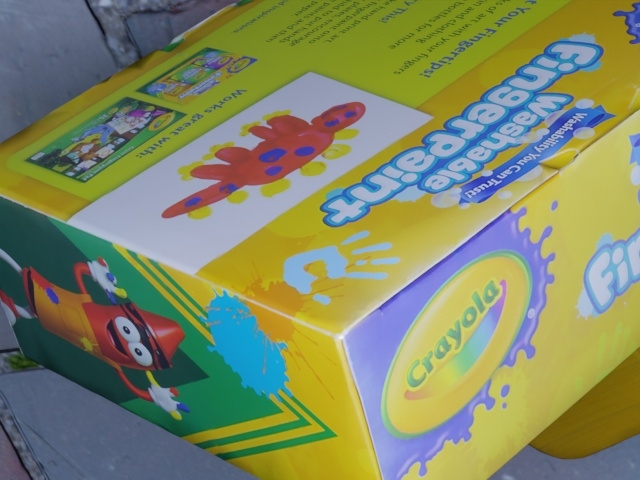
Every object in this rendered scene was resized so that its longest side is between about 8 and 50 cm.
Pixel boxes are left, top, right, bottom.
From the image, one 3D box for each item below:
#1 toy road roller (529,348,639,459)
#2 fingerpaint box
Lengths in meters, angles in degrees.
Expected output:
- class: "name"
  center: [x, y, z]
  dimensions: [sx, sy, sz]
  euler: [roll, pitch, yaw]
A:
- class: "toy road roller"
  center: [0.311, 0.058, 1.404]
  dimensions: [0.241, 0.202, 0.329]
  euler: [37, 136, -25]
- class: "fingerpaint box"
  center: [0.059, -0.044, 1.207]
  dimensions: [0.371, 0.445, 0.163]
  euler: [20, 135, 43]
